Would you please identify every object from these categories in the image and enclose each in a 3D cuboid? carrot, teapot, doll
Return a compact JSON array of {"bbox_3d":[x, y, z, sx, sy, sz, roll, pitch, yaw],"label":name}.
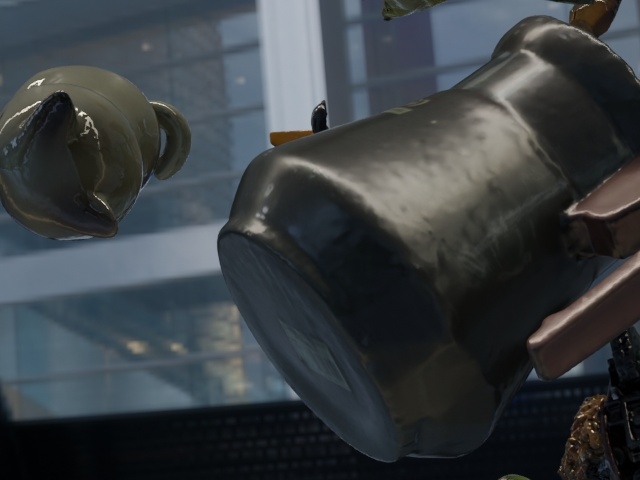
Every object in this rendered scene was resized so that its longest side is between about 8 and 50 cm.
[{"bbox_3d":[0.460,-0.406,2.490,0.070,0.260,0.070,20,-40,17],"label":"carrot"},{"bbox_3d":[0.141,-0.004,1.323,0.362,0.305,0.376,-37,31,-18],"label":"teapot"},{"bbox_3d":[-0.320,-0.115,2.041,0.226,0.215,0.370,-11,11,11],"label":"doll"}]

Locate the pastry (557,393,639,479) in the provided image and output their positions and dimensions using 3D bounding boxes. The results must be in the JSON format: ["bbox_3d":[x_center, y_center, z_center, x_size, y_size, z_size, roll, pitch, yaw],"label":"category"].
[{"bbox_3d":[0.437,0.288,1.965,0.275,0.275,0.193,0,-37,-28],"label":"pastry"}]

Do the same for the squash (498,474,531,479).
[{"bbox_3d":[0.303,0.413,2.253,0.095,0.188,0.095,-19,28,11],"label":"squash"}]

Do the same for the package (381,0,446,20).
[{"bbox_3d":[0.129,-0.358,2.037,0.168,0.090,0.226,-22,-15,11],"label":"package"}]

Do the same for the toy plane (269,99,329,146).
[{"bbox_3d":[0.012,-0.002,1.984,0.103,0.316,0.204,-9,-24,-11],"label":"toy plane"}]

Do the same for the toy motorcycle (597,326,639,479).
[{"bbox_3d":[0.280,0.175,1.315,0.082,0.213,0.122,-12,-43,13],"label":"toy motorcycle"}]

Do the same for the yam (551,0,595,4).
[{"bbox_3d":[0.300,-0.390,1.769,0.106,0.259,0.106,15,13,-4],"label":"yam"}]
